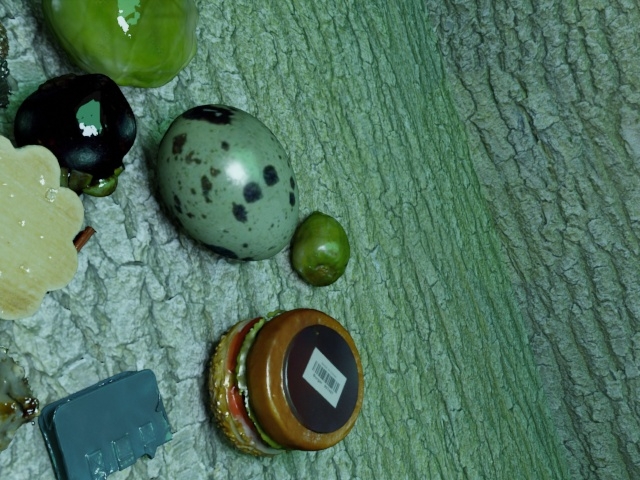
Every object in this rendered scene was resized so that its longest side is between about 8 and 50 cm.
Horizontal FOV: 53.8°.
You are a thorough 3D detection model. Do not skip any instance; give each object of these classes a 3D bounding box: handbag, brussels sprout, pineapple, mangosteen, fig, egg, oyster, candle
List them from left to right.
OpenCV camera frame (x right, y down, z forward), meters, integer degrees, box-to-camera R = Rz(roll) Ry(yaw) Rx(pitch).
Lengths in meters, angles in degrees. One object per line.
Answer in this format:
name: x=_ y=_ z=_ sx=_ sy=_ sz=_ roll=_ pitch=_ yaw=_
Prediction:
oyster: x=-0.585 y=0.193 z=0.935 sx=0.337 sy=0.133 sz=0.198 roll=59 pitch=42 yaw=-14
pineapple: x=-0.600 y=-0.321 z=1.153 sx=0.074 sy=0.074 sz=0.160 roll=-7 pitch=85 yaw=-51
candle: x=-0.484 y=0.034 z=1.204 sx=0.167 sy=0.021 sz=0.026 roll=-67 pitch=148 yaw=-40
mangosteen: x=-0.452 y=-0.191 z=1.183 sx=0.243 sy=0.242 sz=0.243 roll=21 pitch=61 yaw=-45
handbag: x=-0.391 y=0.352 z=1.174 sx=0.229 sy=0.062 sz=0.179 roll=-19 pitch=95 yaw=-52
brussels sprout: x=-0.411 y=-0.471 z=1.302 sx=0.344 sy=0.268 sz=0.344 roll=-3 pitch=90 yaw=-71
egg: x=-0.198 y=-0.119 z=1.396 sx=0.288 sy=0.287 sz=0.379 roll=-50 pitch=124 yaw=-47
fig: x=0.011 y=0.008 z=1.708 sx=0.167 sy=0.167 sz=0.234 roll=42 pitch=55 yaw=-33

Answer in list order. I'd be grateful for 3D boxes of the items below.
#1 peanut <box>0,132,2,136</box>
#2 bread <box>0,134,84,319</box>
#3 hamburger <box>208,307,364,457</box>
peanut: x=-0.588 y=-0.115 z=1.054 sx=0.120 sy=0.110 sz=0.237 roll=16 pitch=67 yaw=-53
bread: x=-0.513 y=-0.020 z=1.005 sx=0.316 sy=0.054 sz=0.316 roll=3 pitch=86 yaw=-60
hamburger: x=-0.084 y=0.315 z=1.408 sx=0.330 sy=0.250 sz=0.330 roll=18 pitch=63 yaw=-42
